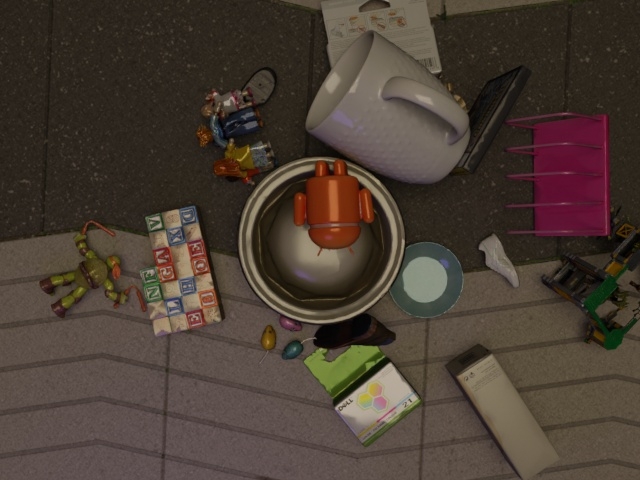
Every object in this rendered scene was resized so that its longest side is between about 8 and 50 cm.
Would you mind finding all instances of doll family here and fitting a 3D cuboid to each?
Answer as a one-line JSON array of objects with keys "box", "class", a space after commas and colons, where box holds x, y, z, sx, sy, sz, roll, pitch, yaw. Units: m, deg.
[{"box": [-0.214, -0.249, 1.889, 0.163, 0.118, 0.263, -20, 104, -1], "class": "doll family"}]

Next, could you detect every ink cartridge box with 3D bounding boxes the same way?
[{"box": [0.102, 0.357, 1.936, 0.189, 0.097, 0.255, -39, 92, -1], "class": "ink cartridge box"}, {"box": [0.149, -0.507, 1.948, 0.275, 0.060, 0.239, -10, 80, -1], "class": "ink cartridge box"}]

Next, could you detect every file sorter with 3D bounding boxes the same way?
[{"box": [0.562, -0.155, 1.858, 0.182, 0.202, 0.291, -1, 91, -40], "class": "file sorter"}]

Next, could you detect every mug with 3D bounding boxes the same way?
[{"box": [0.191, -0.285, 1.756, 0.328, 0.374, 0.276, 31, 81, -18], "class": "mug"}]

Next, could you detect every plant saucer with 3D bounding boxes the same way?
[{"box": [0.268, 0.100, 1.968, 0.195, 0.037, 0.195, 0, 91, -3], "class": "plant saucer"}]

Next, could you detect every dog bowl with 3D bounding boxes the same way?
[{"box": [0.000, 0.000, 1.903, 0.408, 0.150, 0.408, 0, 90, -1], "class": "dog bowl"}]

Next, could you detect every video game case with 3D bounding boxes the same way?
[{"box": [0.388, -0.281, 1.861, 0.035, 0.248, 0.275, 30, 90, -6], "class": "video game case"}]

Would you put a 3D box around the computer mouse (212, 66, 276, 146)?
[{"box": [-0.197, -0.340, 1.953, 0.071, 0.041, 0.242, 40, 95, -13], "class": "computer mouse"}]

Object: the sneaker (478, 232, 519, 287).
[{"box": [0.460, 0.059, 1.971, 0.061, 0.053, 0.152, -30, 85, 8], "class": "sneaker"}]

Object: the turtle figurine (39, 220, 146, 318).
[{"box": [-0.575, 0.104, 1.916, 0.217, 0.087, 0.269, -32, 92, -1], "class": "turtle figurine"}]

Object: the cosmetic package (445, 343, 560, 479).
[{"box": [0.451, 0.424, 1.918, 0.113, 0.160, 0.309, -32, 90, 0], "class": "cosmetic package"}]

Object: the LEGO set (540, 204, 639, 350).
[{"box": [0.722, 0.091, 1.942, 0.255, 0.192, 0.331, 36, 93, -31], "class": "LEGO set"}]

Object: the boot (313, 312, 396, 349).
[{"box": [0.083, 0.245, 1.916, 0.106, 0.219, 0.082, 28, 59, -33], "class": "boot"}]

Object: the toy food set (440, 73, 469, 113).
[{"box": [0.320, -0.361, 1.972, 0.078, 0.019, 0.122, -33, 90, -1], "class": "toy food set"}]

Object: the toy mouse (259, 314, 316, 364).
[{"box": [-0.082, 0.245, 1.948, 0.143, 0.031, 0.161, 6, 86, 11], "class": "toy mouse"}]

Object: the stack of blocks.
[{"box": [-0.358, 0.075, 1.923, 0.171, 0.087, 0.297, -12, 91, -1], "class": "stack of blocks"}]

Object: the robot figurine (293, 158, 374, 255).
[{"box": [0.028, -0.074, 1.767, 0.158, 0.128, 0.219, -3, 90, -29], "class": "robot figurine"}]
